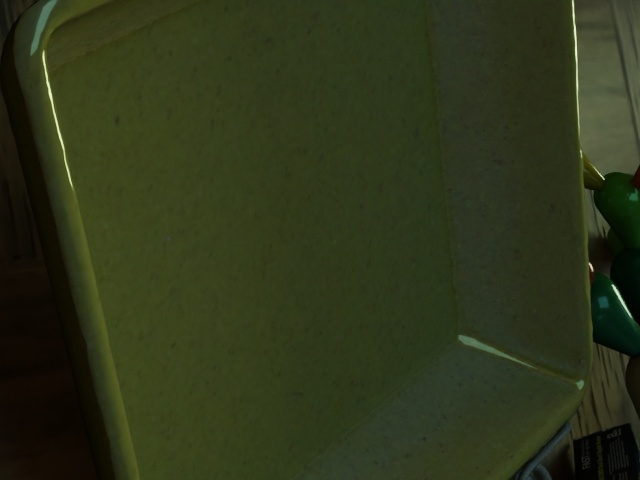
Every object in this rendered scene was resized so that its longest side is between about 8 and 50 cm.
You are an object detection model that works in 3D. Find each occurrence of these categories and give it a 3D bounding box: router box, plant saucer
[{"bbox_3d":[0.174,0.167,0.817,0.122,0.038,0.092,-61,129,-74],"label":"router box"},{"bbox_3d":[0.000,0.000,0.650,0.333,0.081,0.333,-34,127,-42],"label":"plant saucer"}]

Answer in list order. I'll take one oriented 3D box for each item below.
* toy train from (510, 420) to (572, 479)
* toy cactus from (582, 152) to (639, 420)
[{"bbox_3d":[0.091,0.220,0.736,0.248,0.105,0.143,-41,120,-41],"label":"toy train"},{"bbox_3d":[0.204,0.039,0.854,0.219,0.112,0.181,12,61,-42],"label":"toy cactus"}]
